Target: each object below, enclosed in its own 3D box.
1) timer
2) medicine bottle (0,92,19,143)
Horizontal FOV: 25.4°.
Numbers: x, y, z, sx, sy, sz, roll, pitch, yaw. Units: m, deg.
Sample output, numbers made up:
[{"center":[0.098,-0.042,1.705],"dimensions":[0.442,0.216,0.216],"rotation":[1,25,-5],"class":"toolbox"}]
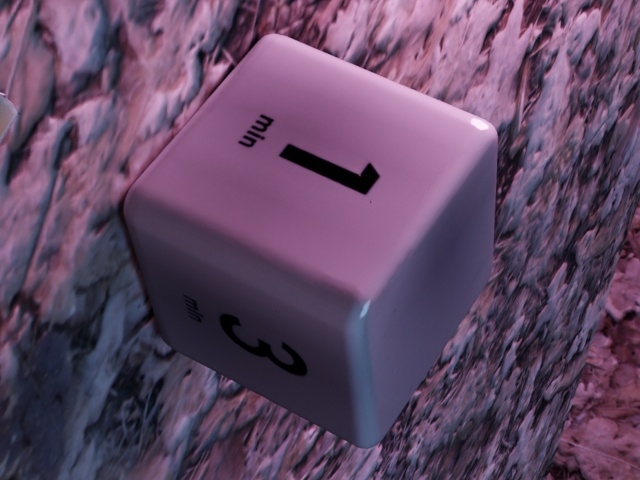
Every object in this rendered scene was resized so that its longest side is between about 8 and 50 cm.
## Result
[{"center":[0.000,0.000,1.028],"dimensions":[0.194,0.195,0.192],"rotation":[-54,156,-28],"class":"timer"},{"center":[-0.229,0.013,0.693],"dimensions":[0.218,0.074,0.074],"rotation":[-62,158,-12],"class":"medicine bottle"}]
